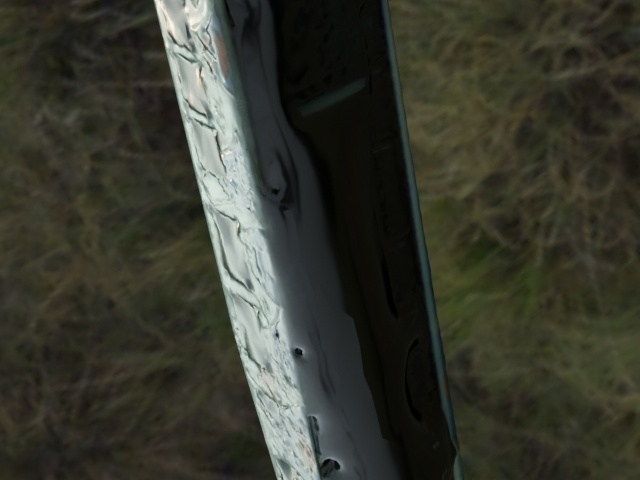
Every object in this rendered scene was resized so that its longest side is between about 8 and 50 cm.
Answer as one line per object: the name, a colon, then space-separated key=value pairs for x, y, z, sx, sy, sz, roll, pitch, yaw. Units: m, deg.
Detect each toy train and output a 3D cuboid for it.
toy train: x=0.000 y=0.000 z=0.360 sx=0.047 sy=0.043 sz=0.207 roll=27 pitch=137 yaw=50
